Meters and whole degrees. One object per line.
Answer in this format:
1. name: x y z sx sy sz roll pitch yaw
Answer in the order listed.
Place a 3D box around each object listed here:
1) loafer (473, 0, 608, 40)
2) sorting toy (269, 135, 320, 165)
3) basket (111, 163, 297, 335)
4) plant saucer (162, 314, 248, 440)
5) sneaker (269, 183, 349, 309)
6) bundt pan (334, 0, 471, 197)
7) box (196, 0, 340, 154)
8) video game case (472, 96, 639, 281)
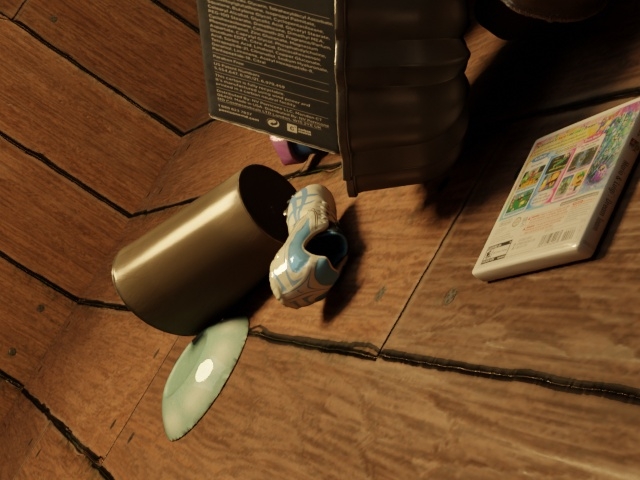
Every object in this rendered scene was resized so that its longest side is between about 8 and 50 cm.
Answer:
1. loafer: 0.219 -0.256 1.181 0.366 0.134 0.130 -70 -8 -69
2. sorting toy: 0.036 -0.267 1.822 0.126 0.127 0.365 -5 49 33
3. basket: -0.136 0.009 1.608 0.227 0.204 0.154 -37 63 33
4. plant saucer: -0.166 0.174 1.595 0.195 0.037 0.195 -51 16 20
5. sneaker: 0.000 0.000 1.388 0.086 0.085 0.237 -22 24 18
6. bundt pan: 0.091 -0.207 1.205 0.331 0.124 0.331 0 -90 -83
7. box: -0.016 -0.368 1.607 0.395 0.212 0.293 89 -159 -56
8. video game case: 0.194 -0.038 0.959 0.143 0.019 0.157 -61 15 -19
